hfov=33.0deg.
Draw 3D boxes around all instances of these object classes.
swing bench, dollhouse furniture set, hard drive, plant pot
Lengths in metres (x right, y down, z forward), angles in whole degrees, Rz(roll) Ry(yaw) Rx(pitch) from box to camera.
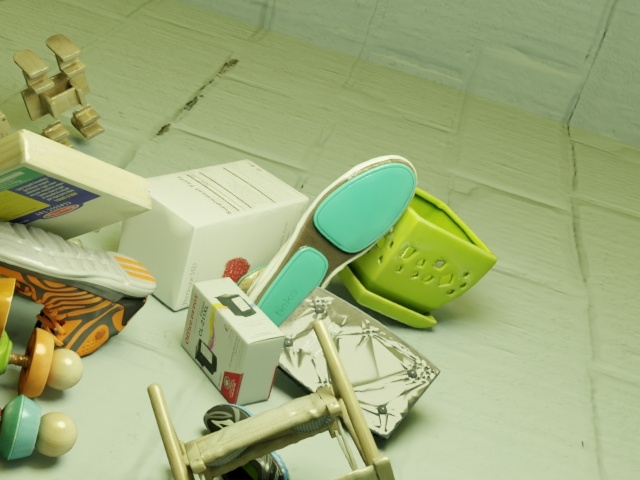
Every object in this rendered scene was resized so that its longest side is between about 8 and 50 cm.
[{"bbox_3d":[-0.060,0.279,1.383,0.253,0.165,0.254,-19,47,-6],"label":"swing bench"},{"bbox_3d":[-0.603,-0.294,2.238,0.242,0.212,0.161,-32,50,-22],"label":"dollhouse furniture set"},{"bbox_3d":[0.046,0.201,1.747,0.255,0.054,0.172,33,59,18],"label":"hard drive"},{"bbox_3d":[0.149,0.020,2.016,0.227,0.207,0.228,24,19,-36],"label":"plant pot"}]

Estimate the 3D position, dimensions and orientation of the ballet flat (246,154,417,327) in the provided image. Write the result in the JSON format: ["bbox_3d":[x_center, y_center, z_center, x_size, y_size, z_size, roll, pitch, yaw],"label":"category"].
[{"bbox_3d":[0.000,0.000,1.875,0.139,0.400,0.139,41,-2,2],"label":"ballet flat"}]

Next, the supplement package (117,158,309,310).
[{"bbox_3d":[-0.196,-0.017,1.967,0.175,0.177,0.293,34,32,30],"label":"supplement package"}]

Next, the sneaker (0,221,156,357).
[{"bbox_3d":[-0.405,0.092,1.613,0.321,0.180,0.124,22,18,-44],"label":"sneaker"}]

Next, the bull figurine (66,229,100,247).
[{"bbox_3d":[-0.506,-0.010,1.866,0.310,0.101,0.188,33,27,25],"label":"bull figurine"}]

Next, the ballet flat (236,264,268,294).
[{"bbox_3d":[-0.064,0.075,1.994,0.206,0.073,0.067,-19,58,-45],"label":"ballet flat"}]

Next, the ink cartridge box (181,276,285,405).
[{"bbox_3d":[-0.142,0.159,1.718,0.072,0.127,0.175,-9,35,-36],"label":"ink cartridge box"}]

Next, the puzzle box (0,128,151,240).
[{"bbox_3d":[-0.490,-0.041,1.592,0.272,0.409,0.052,24,53,-59],"label":"puzzle box"}]

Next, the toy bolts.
[{"bbox_3d":[-0.395,0.184,1.472,0.159,0.218,0.228,15,44,-18],"label":"toy bolts"}]

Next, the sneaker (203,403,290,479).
[{"bbox_3d":[-0.115,0.298,1.533,0.078,0.067,0.188,1,33,-40],"label":"sneaker"}]
